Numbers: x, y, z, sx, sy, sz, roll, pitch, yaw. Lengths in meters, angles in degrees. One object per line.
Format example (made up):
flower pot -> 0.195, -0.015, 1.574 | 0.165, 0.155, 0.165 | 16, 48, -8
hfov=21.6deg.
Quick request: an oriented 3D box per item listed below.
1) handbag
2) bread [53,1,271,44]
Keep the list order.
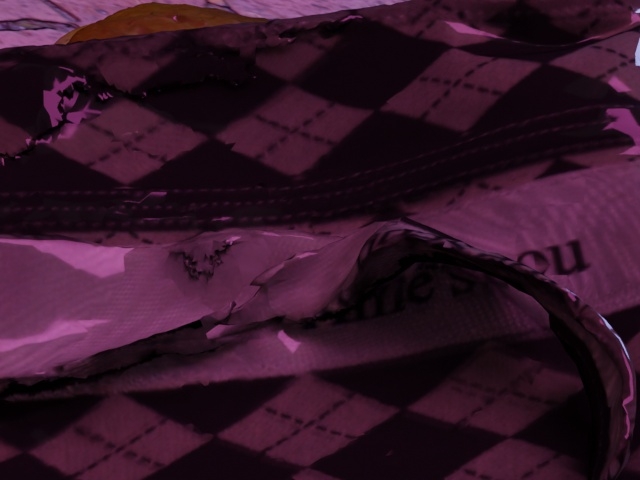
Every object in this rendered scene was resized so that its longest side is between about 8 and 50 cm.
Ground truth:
handbag -> -0.029, 0.096, 0.532 | 0.316, 0.180, 0.416 | 1, 48, 1
bread -> 0.000, 0.000, 0.913 | 0.376, 0.208, 0.251 | 21, 19, 7
